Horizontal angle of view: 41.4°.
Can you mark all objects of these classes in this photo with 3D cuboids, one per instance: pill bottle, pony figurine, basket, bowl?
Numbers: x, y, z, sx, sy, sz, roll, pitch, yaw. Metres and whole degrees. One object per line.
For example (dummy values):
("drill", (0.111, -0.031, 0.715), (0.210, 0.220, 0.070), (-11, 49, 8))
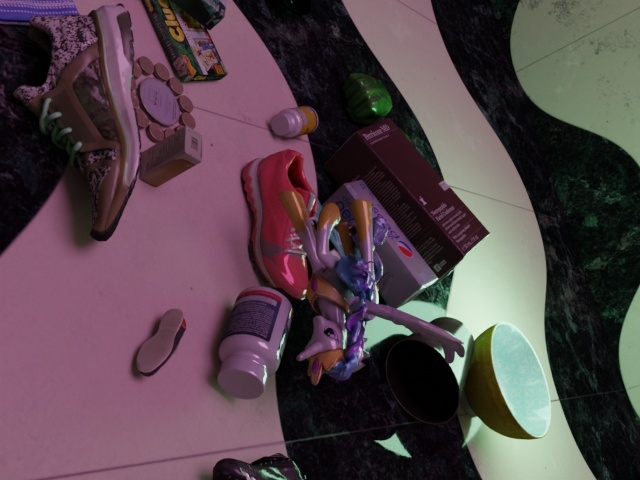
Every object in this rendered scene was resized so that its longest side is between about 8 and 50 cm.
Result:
("pill bottle", (-0.059, -0.263, 1.883), (0.116, 0.065, 0.065), (-22, 88, -58))
("pill bottle", (-0.116, 0.177, 1.461), (0.108, 0.108, 0.180), (47, 36, -26))
("pony figurine", (0.061, 0.111, 1.559), (0.351, 0.302, 0.364), (27, 51, -48))
("basket", (0.261, 0.272, 1.911), (0.204, 0.154, 0.227), (63, 28, -4))
("bowl", (0.429, 0.360, 2.082), (0.289, 0.156, 0.290), (35, 42, -39))

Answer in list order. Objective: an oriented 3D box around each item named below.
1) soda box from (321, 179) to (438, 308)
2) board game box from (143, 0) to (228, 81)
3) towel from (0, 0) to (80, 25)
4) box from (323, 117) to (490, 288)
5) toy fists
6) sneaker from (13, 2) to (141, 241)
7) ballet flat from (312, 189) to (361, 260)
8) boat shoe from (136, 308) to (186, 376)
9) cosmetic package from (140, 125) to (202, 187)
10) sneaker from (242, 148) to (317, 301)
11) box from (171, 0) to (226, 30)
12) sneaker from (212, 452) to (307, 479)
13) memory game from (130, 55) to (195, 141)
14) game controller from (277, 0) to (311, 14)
("soda box", (0.124, 0.008, 1.871), (0.286, 0.098, 0.091), (54, 30, 11))
("board game box", (-0.286, -0.442, 1.704), (0.136, 0.030, 0.260), (-23, 86, -56))
("towel", (-0.540, -0.508, 1.375), (0.243, 0.040, 0.336), (-19, 85, -57))
("box", (0.207, -0.095, 1.997), (0.381, 0.143, 0.191), (48, 34, 6))
("toy fists", (0.142, -0.304, 2.180), (0.142, 0.096, 0.279), (-6, 72, -67))
("sneaker", (-0.388, -0.189, 1.335), (0.182, 0.158, 0.411), (0, 68, -22))
("ballet flat", (0.000, 0.000, 1.794), (0.087, 0.083, 0.247), (-46, 110, -31))
("boat shoe", (-0.248, 0.167, 1.336), (0.137, 0.049, 0.043), (-69, 165, -49))
("cosmetic package", (-0.258, -0.144, 1.464), (0.041, 0.115, 0.060), (31, 46, -43))
("sneaker", (-0.064, -0.039, 1.656), (0.116, 0.136, 0.314), (11, 60, -51))
("box", (-0.320, -0.592, 1.689), (0.322, 0.058, 0.232), (32, 38, -32))
("sneaker", (-0.092, 0.390, 1.385), (0.234, 0.078, 0.106), (42, 35, -38))
("memory game", (-0.302, -0.258, 1.576), (0.186, 0.012, 0.186), (35, 42, -39))
("game controller", (-0.074, -0.726, 2.104), (0.166, 0.067, 0.319), (-6, 90, -61))
